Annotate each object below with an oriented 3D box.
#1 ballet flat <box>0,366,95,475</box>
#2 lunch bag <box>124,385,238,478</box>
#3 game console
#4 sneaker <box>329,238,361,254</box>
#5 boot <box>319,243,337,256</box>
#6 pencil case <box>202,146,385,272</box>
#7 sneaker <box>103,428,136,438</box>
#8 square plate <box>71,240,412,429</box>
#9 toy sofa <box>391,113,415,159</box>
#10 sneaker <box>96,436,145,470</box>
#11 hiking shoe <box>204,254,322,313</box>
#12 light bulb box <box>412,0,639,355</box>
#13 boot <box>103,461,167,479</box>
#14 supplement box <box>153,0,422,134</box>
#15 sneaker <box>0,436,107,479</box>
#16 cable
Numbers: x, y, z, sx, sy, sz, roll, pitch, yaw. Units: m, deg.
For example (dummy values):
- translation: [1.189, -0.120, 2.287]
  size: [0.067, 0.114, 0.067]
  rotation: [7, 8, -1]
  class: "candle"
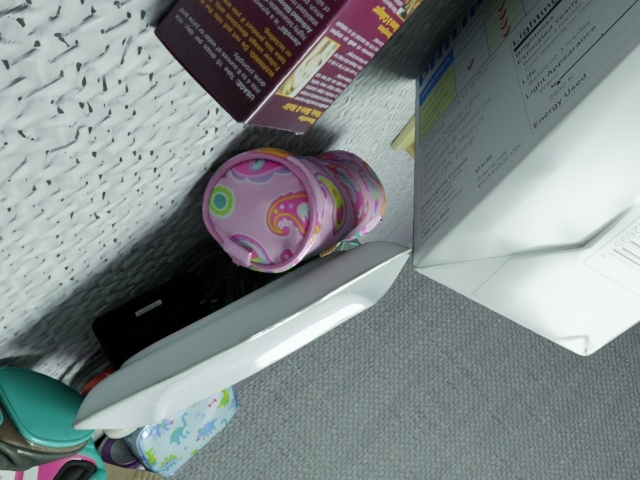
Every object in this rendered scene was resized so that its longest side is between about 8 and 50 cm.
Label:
- translation: [-0.292, 0.153, 0.573]
  size: [0.096, 0.095, 0.280]
  rotation: [-32, 160, -3]
  class: "ballet flat"
- translation: [-0.262, 0.321, 1.288]
  size: [0.219, 0.090, 0.176]
  rotation: [-40, 141, -28]
  class: "lunch bag"
- translation: [-0.186, 0.100, 0.781]
  size: [0.122, 0.107, 0.071]
  rotation: [-29, -159, -19]
  class: "game console"
- translation: [0.027, 0.049, 1.457]
  size: [0.166, 0.076, 0.065]
  rotation: [-47, 169, 28]
  class: "sneaker"
- translation: [0.000, 0.000, 1.187]
  size: [0.158, 0.059, 0.084]
  rotation: [-36, 174, -40]
  class: "boot"
- translation: [-0.014, -0.038, 0.739]
  size: [0.124, 0.124, 0.284]
  rotation: [-45, 172, 16]
  class: "pencil case"
- translation: [-0.299, 0.259, 1.148]
  size: [0.161, 0.057, 0.075]
  rotation: [-37, 153, -25]
  class: "sneaker"
- translation: [-0.077, 0.111, 0.780]
  size: [0.344, 0.049, 0.347]
  rotation: [-28, 169, -8]
  class: "square plate"
- translation: [0.303, -0.091, 1.091]
  size: [0.177, 0.363, 0.150]
  rotation: [-26, 162, -44]
  class: "toy sofa"
- translation: [-0.360, 0.407, 1.425]
  size: [0.152, 0.114, 0.305]
  rotation: [-41, 165, 35]
  class: "sneaker"
- translation: [-0.092, 0.072, 0.928]
  size: [0.227, 0.114, 0.086]
  rotation: [-43, 170, 0]
  class: "hiking shoe"
- translation: [0.282, -0.149, 0.697]
  size: [0.358, 0.225, 0.361]
  rotation: [-50, -160, 38]
  class: "light bulb box"
- translation: [-0.375, 0.483, 1.264]
  size: [0.207, 0.248, 0.090]
  rotation: [-48, -167, 44]
  class: "boot"
- translation: [0.008, -0.158, 0.400]
  size: [0.188, 0.081, 0.104]
  rotation: [-46, 171, 17]
  class: "supplement box"
- translation: [-0.358, 0.330, 0.785]
  size: [0.295, 0.178, 0.124]
  rotation: [-31, 165, -52]
  class: "sneaker"
- translation: [-0.218, 0.104, 0.826]
  size: [0.139, 0.072, 0.287]
  rotation: [-1, 128, -51]
  class: "cable"
